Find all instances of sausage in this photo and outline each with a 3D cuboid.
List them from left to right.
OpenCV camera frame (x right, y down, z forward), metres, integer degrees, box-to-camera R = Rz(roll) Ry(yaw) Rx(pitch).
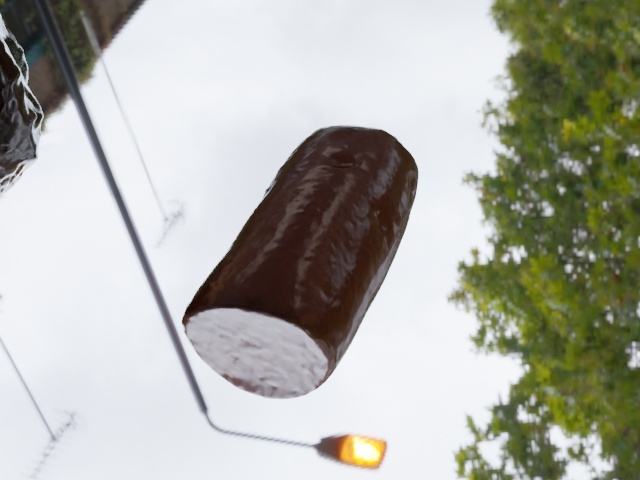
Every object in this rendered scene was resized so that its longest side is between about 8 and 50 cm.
[{"bbox_3d":[0.000,0.000,0.759,0.113,0.114,0.259,4,-143,22],"label":"sausage"}]

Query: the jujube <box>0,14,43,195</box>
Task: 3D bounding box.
[{"bbox_3d":[-0.409,-0.106,0.833,0.376,0.258,0.258,-21,-144,-31],"label":"jujube"}]
